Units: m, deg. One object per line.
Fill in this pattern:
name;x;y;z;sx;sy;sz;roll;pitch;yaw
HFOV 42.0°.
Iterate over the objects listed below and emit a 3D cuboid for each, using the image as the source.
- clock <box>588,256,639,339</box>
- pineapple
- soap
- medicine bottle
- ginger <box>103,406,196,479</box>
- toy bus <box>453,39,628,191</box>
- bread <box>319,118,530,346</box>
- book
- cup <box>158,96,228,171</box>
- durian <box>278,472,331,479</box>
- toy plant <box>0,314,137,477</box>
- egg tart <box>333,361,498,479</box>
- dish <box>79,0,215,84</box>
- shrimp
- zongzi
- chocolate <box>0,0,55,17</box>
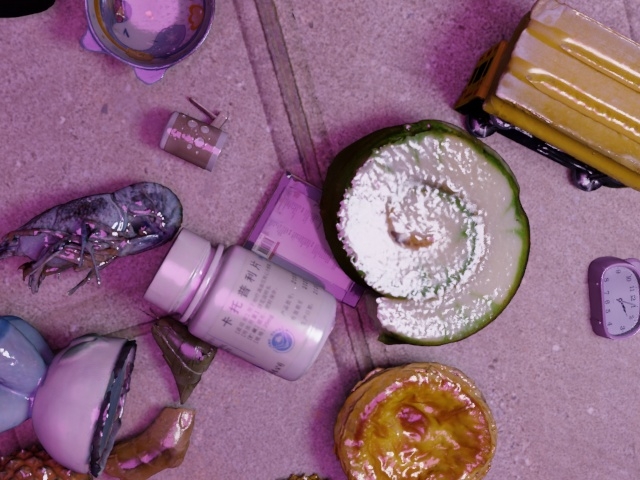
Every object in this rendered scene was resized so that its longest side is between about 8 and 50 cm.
clock;0.555;0.105;1.529;0.110;0.050;0.152;-8;99;-6
pineapple;-0.484;0.418;1.392;0.193;0.166;0.166;20;95;-9
soap;0.431;-0.225;1.309;0.315;0.091;0.199;25;75;-3
medicine bottle;-0.133;0.102;1.384;0.293;0.170;0.170;29;94;-9
ginger;-0.291;0.359;1.451;0.190;0.069;0.095;-31;105;-3
toy bus;0.408;-0.204;1.418;0.331;0.145;0.151;24;84;-8
bread;0.169;-0.005;1.407;0.366;0.129;0.381;18;88;-19
book;0.000;0.000;1.459;0.231;0.026;0.157;29;95;-11
cup;-0.206;-0.179;1.381;0.099;0.074;0.102;23;95;-10
durian;-0.030;0.504;1.498;0.182;0.165;0.132;26;137;12
toy plant;-0.482;0.230;1.336;0.332;0.247;0.247;15;96;-5
egg tart;0.166;0.341;1.484;0.295;0.116;0.294;-1;100;-5
dish;-0.282;-0.382;1.337;0.228;0.086;0.236;24;95;-9
shrimp;-0.398;0.010;1.338;0.372;0.172;0.137;-28;106;-10
zongzi;-0.271;0.199;1.442;0.154;0.062;0.130;31;105;-4
chocolate;-0.522;-0.460;1.226;0.284;0.283;0.186;-2;83;-7
